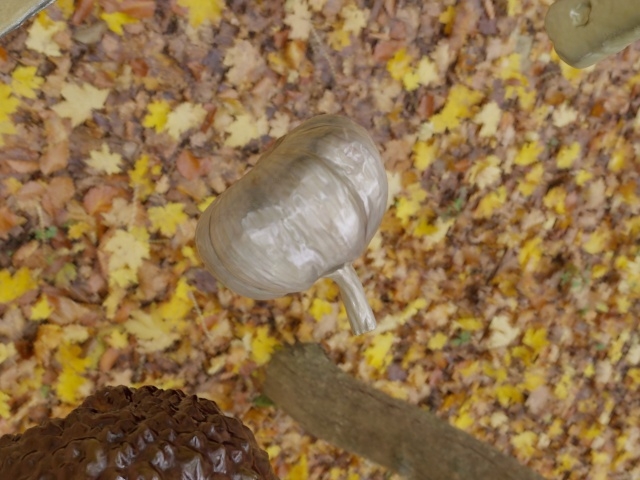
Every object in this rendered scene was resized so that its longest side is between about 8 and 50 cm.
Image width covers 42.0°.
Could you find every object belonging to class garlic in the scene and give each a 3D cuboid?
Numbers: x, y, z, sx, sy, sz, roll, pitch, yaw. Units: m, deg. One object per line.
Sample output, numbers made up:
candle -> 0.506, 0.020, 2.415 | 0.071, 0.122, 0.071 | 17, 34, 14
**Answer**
garlic -> 0.000, 0.000, 0.839 | 0.218, 0.218, 0.212 | -42, 101, -22

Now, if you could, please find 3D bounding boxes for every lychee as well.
lychee -> -0.134, 0.239, 0.598 | 0.271, 0.271, 0.271 | -24, 128, -36

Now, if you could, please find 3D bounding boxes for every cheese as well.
cheese -> 0.238, -0.183, 0.583 | 0.043, 0.194, 0.064 | -5, 77, -32

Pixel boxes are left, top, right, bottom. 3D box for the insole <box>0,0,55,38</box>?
insole -> -0.279, -0.226, 0.764 | 0.248, 0.081, 0.011 | -32, 147, -6
